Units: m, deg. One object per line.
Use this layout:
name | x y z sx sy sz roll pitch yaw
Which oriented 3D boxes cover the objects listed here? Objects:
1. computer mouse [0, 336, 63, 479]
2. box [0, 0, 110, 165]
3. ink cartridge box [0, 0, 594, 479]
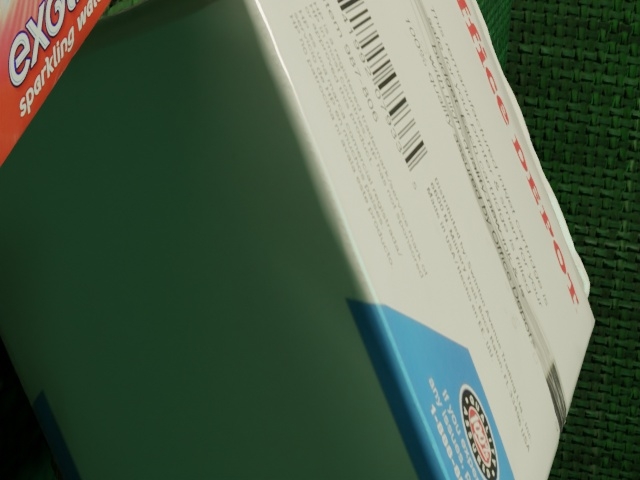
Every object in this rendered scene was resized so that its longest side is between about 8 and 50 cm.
computer mouse | -0.157 0.144 0.742 0.184 0.060 0.262 -43 128 -64
box | -0.136 -0.107 0.511 0.257 0.122 0.128 -67 160 -49
ink cartridge box | 0.000 0.000 0.874 0.285 0.166 0.395 68 19 -9
